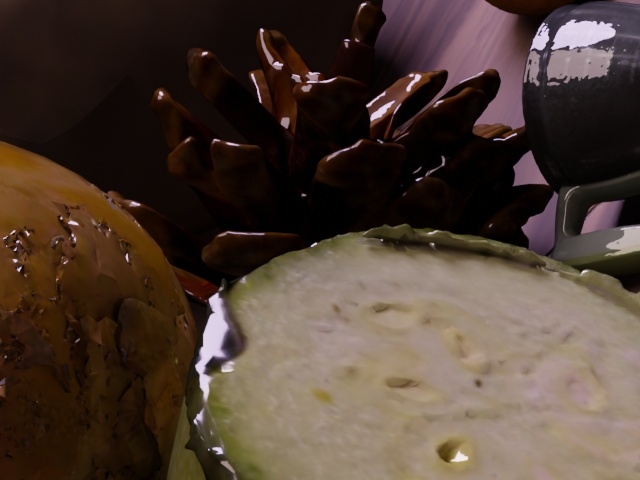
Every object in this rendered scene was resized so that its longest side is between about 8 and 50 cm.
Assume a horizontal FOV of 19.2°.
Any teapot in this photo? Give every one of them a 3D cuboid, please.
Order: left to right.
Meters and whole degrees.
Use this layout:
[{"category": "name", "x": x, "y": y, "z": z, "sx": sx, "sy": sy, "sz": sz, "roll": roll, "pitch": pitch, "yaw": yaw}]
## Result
[{"category": "teapot", "x": 0.150, "y": -0.048, "z": 0.855, "sx": 0.091, "sy": 0.124, "sz": 0.092, "roll": -2, "pitch": 5, "yaw": 41}]

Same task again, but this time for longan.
[{"category": "longan", "x": -0.136, "y": -0.163, "z": 1.235, "sx": 0.404, "sy": 0.336, "sz": 0.404, "roll": -29, "pitch": 36, "yaw": 24}]

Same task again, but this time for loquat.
[{"category": "loquat", "x": -0.158, "y": 0.068, "z": 0.721, "sx": 0.235, "sy": 0.235, "sz": 0.235, "roll": -40, "pitch": 22, "yaw": 19}]

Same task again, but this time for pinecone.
[{"category": "pinecone", "x": -0.001, "y": -0.003, "z": 0.879, "sx": 0.202, "sy": 0.201, "sz": 0.229, "roll": 5, "pitch": 30, "yaw": 44}]

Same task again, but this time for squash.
[{"category": "squash", "x": 0.054, "y": 0.099, "z": 0.644, "sx": 0.220, "sy": 0.220, "sz": 0.133, "roll": -75, "pitch": -6, "yaw": -51}]

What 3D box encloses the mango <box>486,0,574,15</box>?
[{"category": "mango", "x": 0.135, "y": -0.198, "z": 1.126, "sx": 0.115, "sy": 0.089, "sz": 0.165, "roll": -43, "pitch": 16, "yaw": 39}]
